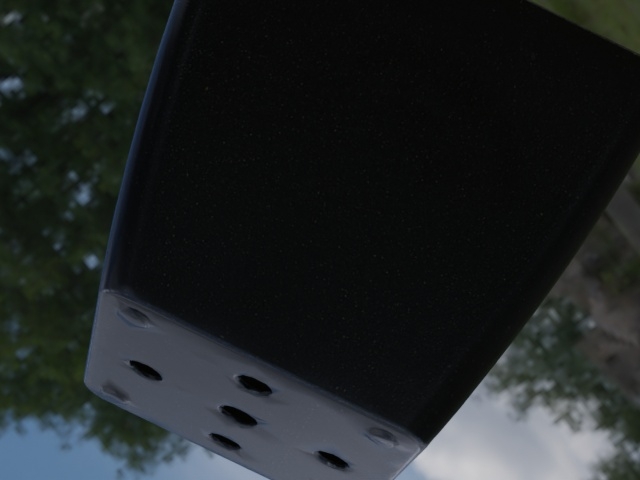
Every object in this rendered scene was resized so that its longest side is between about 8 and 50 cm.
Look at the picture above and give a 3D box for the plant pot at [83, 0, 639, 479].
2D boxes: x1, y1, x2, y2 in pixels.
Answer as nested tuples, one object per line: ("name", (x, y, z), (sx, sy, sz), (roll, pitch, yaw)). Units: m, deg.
("plant pot", (0.000, 0.000, 0.620), (0.187, 0.167, 0.188), (26, 156, -1))
